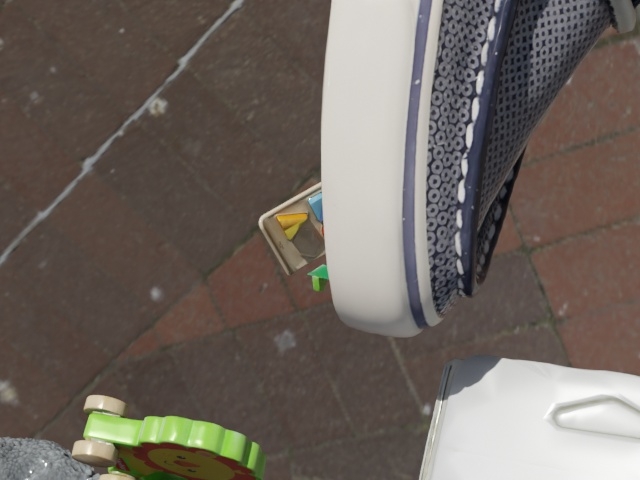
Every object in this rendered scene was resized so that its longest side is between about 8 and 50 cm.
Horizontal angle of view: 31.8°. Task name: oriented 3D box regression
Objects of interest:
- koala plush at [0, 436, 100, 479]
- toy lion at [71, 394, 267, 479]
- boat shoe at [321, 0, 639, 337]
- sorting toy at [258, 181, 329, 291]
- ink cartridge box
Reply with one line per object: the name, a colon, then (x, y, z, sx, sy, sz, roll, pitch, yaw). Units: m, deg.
koala plush: (-0.234, 0.267, 0.892, 0.203, 0.196, 0.221, 59, 160, 13)
toy lion: (-0.075, 0.114, 0.590, 0.096, 0.034, 0.100, 9, 153, 6)
boat shoe: (0.105, -0.126, 0.382, 0.158, 0.127, 0.341, 10, 86, 15)
sorting toy: (0.000, 0.000, 0.752, 0.062, 0.012, 0.083, -33, 133, -5)
ink cartridge box: (0.125, 0.116, 0.448, 0.127, 0.072, 0.175, 5, 156, 28)
